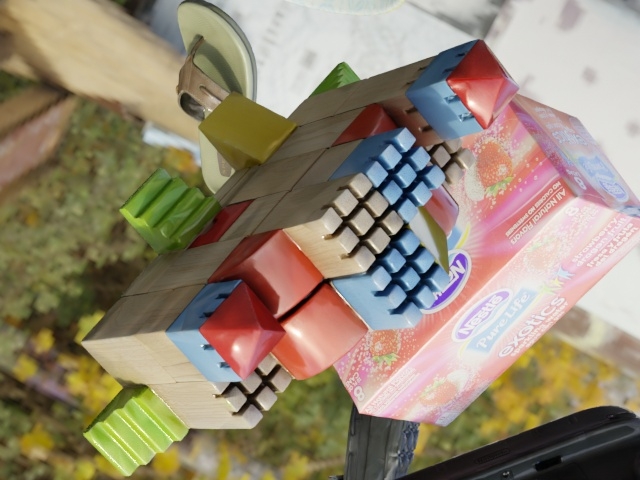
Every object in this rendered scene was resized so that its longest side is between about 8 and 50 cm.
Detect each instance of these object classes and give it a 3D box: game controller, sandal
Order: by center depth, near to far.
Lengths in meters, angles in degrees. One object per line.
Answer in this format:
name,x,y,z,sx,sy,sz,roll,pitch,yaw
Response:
game controller,0.187,0.256,1.428,0.319,0.166,0.067,-19,138,-10
sandal,-0.154,-0.197,2.193,0.086,0.120,0.302,-28,118,-45

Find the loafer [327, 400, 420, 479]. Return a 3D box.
loafer,0.045,0.267,1.611,0.076,0.078,0.223,13,89,-65

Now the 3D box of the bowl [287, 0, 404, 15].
bowl,-0.023,-0.354,1.486,0.289,0.289,0.156,90,22,-79

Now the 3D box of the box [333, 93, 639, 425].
box,0.141,0.022,1.433,0.142,0.154,0.300,14,128,-47

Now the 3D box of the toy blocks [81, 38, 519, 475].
toy blocks,0.000,0.000,1.108,0.381,0.191,0.261,-49,-160,-26
